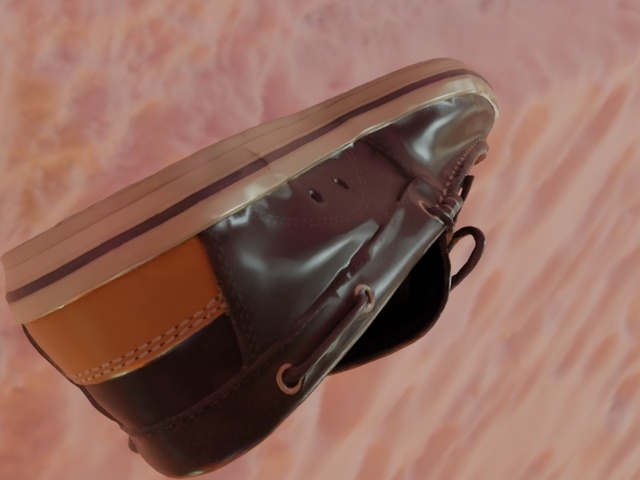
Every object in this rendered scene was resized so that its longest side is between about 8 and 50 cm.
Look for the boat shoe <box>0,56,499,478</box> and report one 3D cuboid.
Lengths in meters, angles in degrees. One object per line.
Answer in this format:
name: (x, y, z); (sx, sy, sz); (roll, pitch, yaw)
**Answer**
boat shoe: (0.000, 0.000, 0.848); (0.186, 0.156, 0.500); (-27, -177, 27)
